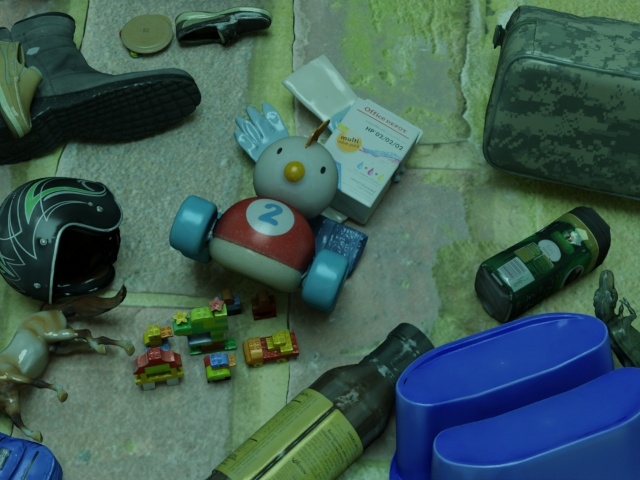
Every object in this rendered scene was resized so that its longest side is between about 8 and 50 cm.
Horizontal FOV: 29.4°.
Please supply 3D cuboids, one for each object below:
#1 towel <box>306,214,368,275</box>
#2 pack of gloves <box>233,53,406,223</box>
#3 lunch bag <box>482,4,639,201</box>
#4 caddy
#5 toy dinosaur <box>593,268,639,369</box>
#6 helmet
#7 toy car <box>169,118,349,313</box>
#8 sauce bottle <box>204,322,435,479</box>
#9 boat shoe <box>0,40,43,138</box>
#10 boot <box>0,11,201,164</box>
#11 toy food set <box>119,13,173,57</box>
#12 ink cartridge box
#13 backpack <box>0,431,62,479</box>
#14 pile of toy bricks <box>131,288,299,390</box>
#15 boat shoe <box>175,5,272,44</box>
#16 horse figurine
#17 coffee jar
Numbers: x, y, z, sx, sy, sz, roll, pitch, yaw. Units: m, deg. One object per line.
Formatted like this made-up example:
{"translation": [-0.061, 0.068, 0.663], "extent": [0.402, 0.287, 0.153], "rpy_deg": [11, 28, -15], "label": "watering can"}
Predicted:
{"translation": [0.000, 0.000, 1.673], "extent": [0.119, 0.029, 0.067], "rpy_deg": [23, 85, 13], "label": "towel"}
{"translation": [0.000, -0.133, 1.770], "extent": [0.195, 0.046, 0.232], "rpy_deg": [-35, 74, -20], "label": "pack of gloves"}
{"translation": [0.390, -0.216, 1.721], "extent": [0.305, 0.212, 0.256], "rpy_deg": [11, 40, 3], "label": "lunch bag"}
{"translation": [0.244, 0.235, 1.446], "extent": [0.341, 0.179, 0.241], "rpy_deg": [-17, 35, -11], "label": "caddy"}
{"translation": [0.405, 0.142, 1.543], "extent": [0.064, 0.268, 0.118], "rpy_deg": [-30, 14, 21], "label": "toy dinosaur"}
{"translation": [-0.351, -0.002, 1.599], "extent": [0.162, 0.169, 0.169], "rpy_deg": [-14, 56, -29], "label": "helmet"}
{"translation": [-0.044, -0.056, 1.571], "extent": [0.219, 0.210, 0.238], "rpy_deg": [21, 85, 4], "label": "toy car"}
{"translation": [0.006, 0.231, 1.480], "extent": [0.344, 0.111, 0.111], "rpy_deg": [-38, 65, -23], "label": "sauce bottle"}
{"translation": [-0.420, -0.219, 1.689], "extent": [0.072, 0.068, 0.190], "rpy_deg": [-19, 53, -11], "label": "boat shoe"}
{"translation": [-0.357, -0.254, 1.789], "extent": [0.338, 0.118, 0.222], "rpy_deg": [-11, 56, -6], "label": "boot"}
{"translation": [-0.270, -0.320, 1.893], "extent": [0.083, 0.020, 0.083], "rpy_deg": [-11, 58, -7], "label": "toy food set"}
{"translation": [0.066, -0.126, 1.715], "extent": [0.104, 0.061, 0.181], "rpy_deg": [30, 66, 7], "label": "ink cartridge box"}
{"translation": [-0.375, 0.280, 1.451], "extent": [0.120, 0.101, 0.098], "rpy_deg": [19, 65, 8], "label": "backpack"}
{"translation": [-0.140, 0.112, 1.559], "extent": [0.212, 0.105, 0.118], "rpy_deg": [-10, 57, -7], "label": "pile of toy bricks"}
{"translation": [-0.149, -0.326, 1.882], "extent": [0.152, 0.056, 0.049], "rpy_deg": [-5, 61, 7], "label": "boat shoe"}
{"translation": [-0.353, 0.148, 1.537], "extent": [0.175, 0.066, 0.263], "rpy_deg": [17, 47, 30], "label": "horse figurine"}
{"translation": [0.299, 0.029, 1.624], "extent": [0.184, 0.096, 0.079], "rpy_deg": [-29, 64, -19], "label": "coffee jar"}
